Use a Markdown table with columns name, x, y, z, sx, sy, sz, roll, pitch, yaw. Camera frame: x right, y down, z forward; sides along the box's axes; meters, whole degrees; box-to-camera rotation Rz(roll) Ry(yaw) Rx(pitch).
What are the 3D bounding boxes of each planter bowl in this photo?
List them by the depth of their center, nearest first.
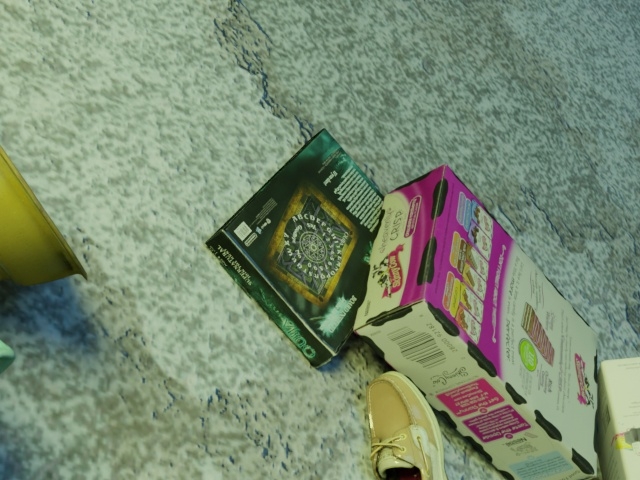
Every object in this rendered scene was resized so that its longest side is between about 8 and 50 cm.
| name | x | y | z | sx | sy | sz | roll | pitch | yaw |
| --- | --- | --- | --- | --- | --- | --- | --- | --- | --- |
| planter bowl | -0.222 | -0.044 | 0.577 | 0.090 | 0.217 | 0.217 | -35 | 89 | -11 |

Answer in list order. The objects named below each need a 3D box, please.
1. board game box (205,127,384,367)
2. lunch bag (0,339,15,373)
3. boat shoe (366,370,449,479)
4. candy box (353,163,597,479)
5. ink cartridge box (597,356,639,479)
| name | x | y | z | sx | sy | sz | roll | pitch | yaw |
| --- | --- | --- | --- | --- | --- | --- | --- | --- | --- |
| board game box | 0.000 | 0.000 | 0.863 | 0.126 | 0.026 | 0.186 | 49 | 38 | -7 |
| lunch bag | -0.290 | 0.051 | 0.417 | 0.223 | 0.160 | 0.262 | 51 | 32 | -5 |
| boat shoe | 0.061 | 0.159 | 0.787 | 0.045 | 0.050 | 0.135 | 5 | 58 | -51 |
| candy box | 0.135 | 0.075 | 0.888 | 0.233 | 0.071 | 0.159 | 45 | 38 | -25 |
| ink cartridge box | 0.279 | 0.202 | 0.931 | 0.104 | 0.061 | 0.181 | 79 | 6 | -55 |
